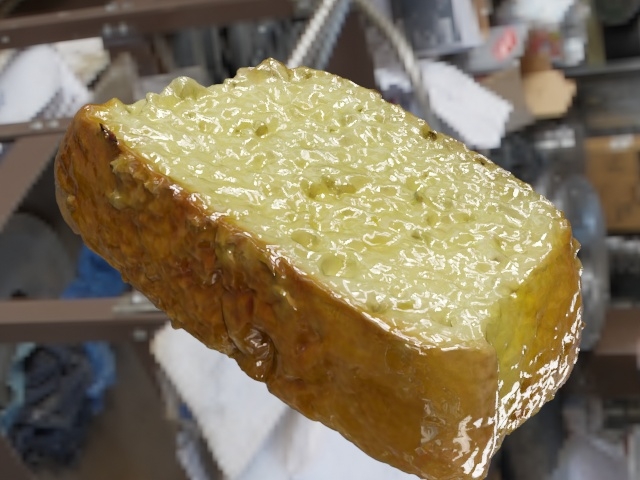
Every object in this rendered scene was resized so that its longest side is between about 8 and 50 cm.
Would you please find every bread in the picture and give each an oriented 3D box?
[{"bbox_3d":[0.000,0.000,0.557,0.103,0.187,0.065,-27,138,-36],"label":"bread"}]
